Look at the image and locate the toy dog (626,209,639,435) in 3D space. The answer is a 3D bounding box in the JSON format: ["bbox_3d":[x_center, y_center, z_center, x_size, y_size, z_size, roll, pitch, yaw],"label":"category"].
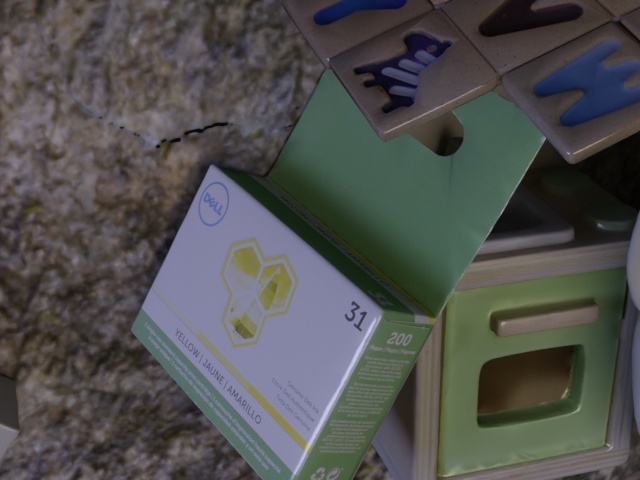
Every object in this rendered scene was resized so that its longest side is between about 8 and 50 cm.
[{"bbox_3d":[0.371,-0.020,0.648,0.408,0.285,0.395,-46,160,-29],"label":"toy dog"}]

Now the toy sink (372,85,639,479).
[{"bbox_3d":[0.109,0.027,0.722,0.153,0.131,0.234,-7,116,-16],"label":"toy sink"}]

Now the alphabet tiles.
[{"bbox_3d":[0.144,-0.174,0.558,0.343,0.285,0.011,-27,139,-5],"label":"alphabet tiles"}]

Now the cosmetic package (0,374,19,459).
[{"bbox_3d":[-0.237,0.091,0.680,0.115,0.060,0.041,29,104,-26],"label":"cosmetic package"}]

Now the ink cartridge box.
[{"bbox_3d":[0.000,0.000,0.650,0.056,0.171,0.235,10,113,-45],"label":"ink cartridge box"}]
